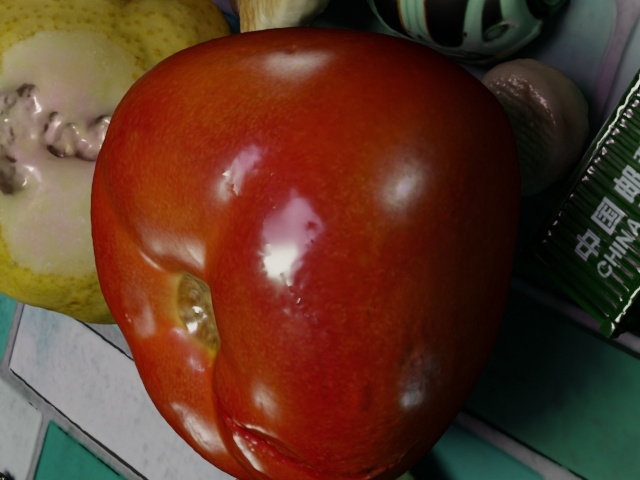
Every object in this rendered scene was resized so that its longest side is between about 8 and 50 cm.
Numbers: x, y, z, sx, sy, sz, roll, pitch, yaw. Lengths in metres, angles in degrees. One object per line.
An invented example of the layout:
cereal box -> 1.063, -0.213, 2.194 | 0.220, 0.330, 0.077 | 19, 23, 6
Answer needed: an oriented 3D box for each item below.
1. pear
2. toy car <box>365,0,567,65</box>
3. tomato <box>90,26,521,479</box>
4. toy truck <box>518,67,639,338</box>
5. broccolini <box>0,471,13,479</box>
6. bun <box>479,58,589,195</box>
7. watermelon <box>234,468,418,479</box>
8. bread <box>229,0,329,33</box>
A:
pear -> -0.171, -0.074, 0.985 | 0.271, 0.271, 0.271 | -2, 87, 43
toy car -> 0.091, -0.263, 0.820 | 0.136, 0.125, 0.306 | 22, 105, 35
tomato -> 0.000, 0.000, 0.799 | 0.298, 0.226, 0.298 | 39, 142, 39
toy truck -> 0.231, -0.058, 0.720 | 0.121, 0.088, 0.259 | 47, 120, 33
broccolini -> -0.241, 0.246, 1.192 | 0.194, 0.054, 0.052 | 2, 120, 36
bun -> 0.131, -0.072, 0.836 | 0.086, 0.055, 0.086 | 16, 114, 42
watermelon -> -0.051, 0.269, 0.830 | 0.228, 0.258, 0.387 | -54, 32, 40
bread -> -0.024, -0.271, 0.894 | 0.316, 0.054, 0.316 | 180, 90, -77
